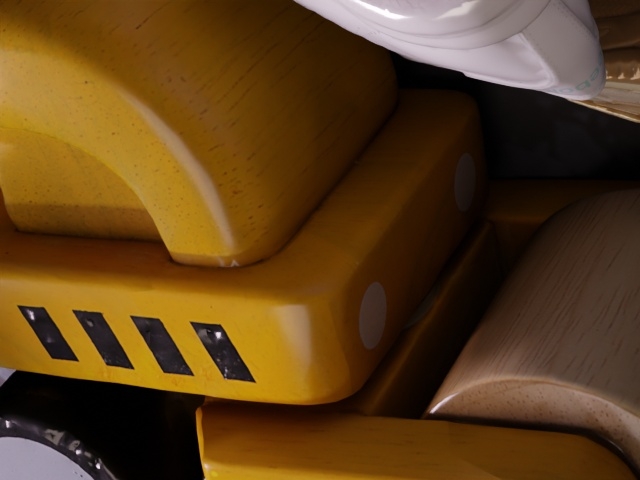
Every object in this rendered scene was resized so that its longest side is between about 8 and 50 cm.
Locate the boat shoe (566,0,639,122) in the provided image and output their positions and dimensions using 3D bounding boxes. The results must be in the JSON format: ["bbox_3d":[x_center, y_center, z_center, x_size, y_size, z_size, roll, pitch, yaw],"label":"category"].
[{"bbox_3d":[0.108,-0.069,0.553,0.170,0.063,0.059,19,164,18],"label":"boat shoe"}]

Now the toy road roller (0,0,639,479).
[{"bbox_3d":[0.000,0.000,0.582,0.329,0.202,0.241,4,123,26],"label":"toy road roller"}]

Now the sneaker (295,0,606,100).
[{"bbox_3d":[0.010,-0.102,0.514,0.094,0.080,0.212,35,-174,-48],"label":"sneaker"}]
